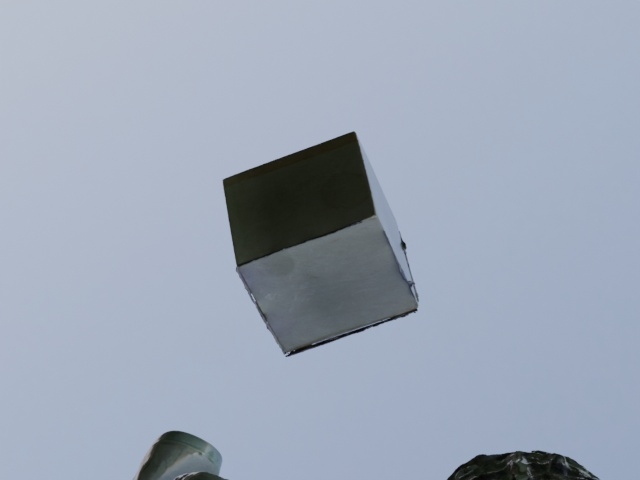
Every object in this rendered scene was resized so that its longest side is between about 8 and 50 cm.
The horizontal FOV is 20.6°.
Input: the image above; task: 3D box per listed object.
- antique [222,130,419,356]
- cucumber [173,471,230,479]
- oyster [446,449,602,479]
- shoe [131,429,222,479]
[{"bbox_3d":[0.000,0.000,1.682,0.146,0.152,0.148,-20,-133,6],"label":"antique"},{"bbox_3d":[-0.078,0.183,0.970,0.064,0.064,0.112,4,-134,37],"label":"cucumber"},{"bbox_3d":[0.223,0.287,1.741,0.199,0.087,0.252,-38,-138,0],"label":"oyster"},{"bbox_3d":[-0.166,0.273,1.819,0.195,0.079,0.078,-50,-161,47],"label":"shoe"}]
